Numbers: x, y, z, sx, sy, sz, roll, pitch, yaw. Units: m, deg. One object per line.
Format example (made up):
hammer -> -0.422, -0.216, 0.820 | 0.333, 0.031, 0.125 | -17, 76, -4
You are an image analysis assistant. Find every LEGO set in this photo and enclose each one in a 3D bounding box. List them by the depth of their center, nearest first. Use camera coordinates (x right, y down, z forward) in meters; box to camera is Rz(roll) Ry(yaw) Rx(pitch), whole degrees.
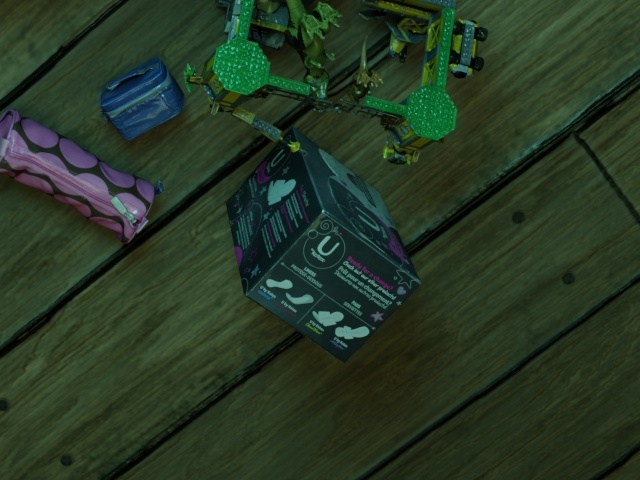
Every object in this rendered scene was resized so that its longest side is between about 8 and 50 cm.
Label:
LEGO set -> 0.002, -0.213, 1.569 | 0.331, 0.192, 0.255 | 4, 79, -17

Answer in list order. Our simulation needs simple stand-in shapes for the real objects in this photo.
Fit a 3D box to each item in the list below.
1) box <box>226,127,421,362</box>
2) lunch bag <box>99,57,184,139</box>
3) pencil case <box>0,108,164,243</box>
box -> 0.000, 0.000, 1.661 | 0.163, 0.247, 0.142 | 35, 107, -24
lunch bag -> -0.218, -0.171, 1.641 | 0.098, 0.067, 0.065 | -28, 117, 6
pencil case -> -0.300, -0.076, 1.657 | 0.209, 0.098, 0.095 | 27, 109, -20
